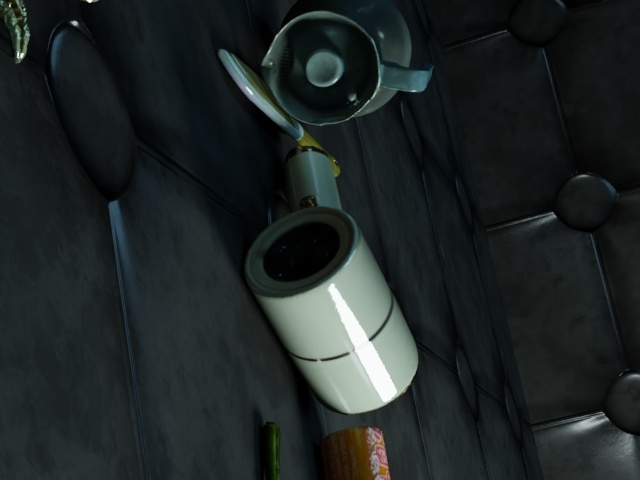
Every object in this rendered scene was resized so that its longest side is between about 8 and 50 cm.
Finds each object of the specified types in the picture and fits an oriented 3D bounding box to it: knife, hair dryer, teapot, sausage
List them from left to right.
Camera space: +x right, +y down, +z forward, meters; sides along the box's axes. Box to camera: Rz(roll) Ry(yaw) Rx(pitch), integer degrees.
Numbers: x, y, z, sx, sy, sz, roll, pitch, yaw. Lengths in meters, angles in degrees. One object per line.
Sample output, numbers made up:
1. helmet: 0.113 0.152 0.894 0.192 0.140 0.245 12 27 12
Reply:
1. knife: -0.048 -0.149 1.607 0.061 0.027 0.343 65 11 23
2. hair dryer: 0.000 0.000 1.485 0.362 0.128 0.203 -101 166 -50
3. teapot: 0.033 -0.217 1.621 0.225 0.203 0.171 -61 159 -73
4. sausage: 0.049 0.315 1.394 0.071 0.071 0.234 48 30 -61

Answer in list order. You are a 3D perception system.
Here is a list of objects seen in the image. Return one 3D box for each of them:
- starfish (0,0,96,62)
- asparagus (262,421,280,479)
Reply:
1. starfish: -0.231 -0.229 0.899 0.208 0.053 0.176 53 36 -30
2. asparagus: -0.039 0.264 1.206 0.023 0.022 0.233 123 -29 -42
